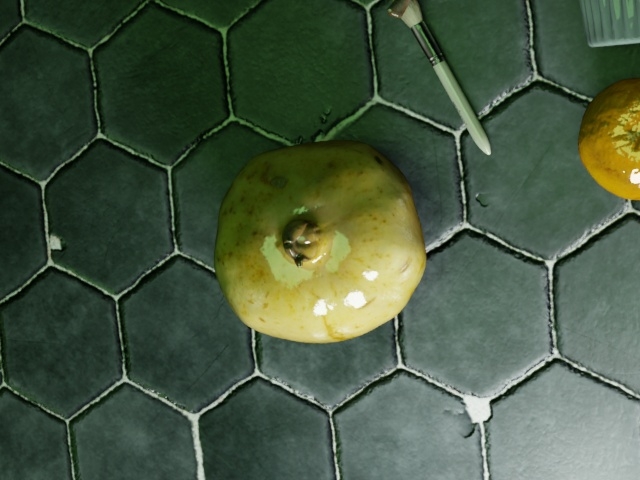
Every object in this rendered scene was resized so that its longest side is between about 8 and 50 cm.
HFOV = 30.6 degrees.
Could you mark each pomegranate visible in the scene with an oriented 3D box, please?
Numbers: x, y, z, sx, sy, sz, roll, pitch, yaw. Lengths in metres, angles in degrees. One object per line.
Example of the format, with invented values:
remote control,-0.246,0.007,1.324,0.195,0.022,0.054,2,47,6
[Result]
pomegranate,0.000,0.000,1.767,0.343,0.342,0.342,2,96,19

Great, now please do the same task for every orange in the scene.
orange,0.460,-0.145,1.685,0.178,0.155,0.177,1,98,11

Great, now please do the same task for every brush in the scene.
brush,0.194,-0.266,1.833,0.039,0.042,0.299,-31,89,19

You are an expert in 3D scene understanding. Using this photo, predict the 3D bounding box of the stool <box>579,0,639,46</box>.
stool,0.477,-0.440,1.589,0.297,0.297,0.330,-4,99,20

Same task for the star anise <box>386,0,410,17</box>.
star anise,0.146,-0.536,1.782,0.292,0.109,0.349,-26,76,27
